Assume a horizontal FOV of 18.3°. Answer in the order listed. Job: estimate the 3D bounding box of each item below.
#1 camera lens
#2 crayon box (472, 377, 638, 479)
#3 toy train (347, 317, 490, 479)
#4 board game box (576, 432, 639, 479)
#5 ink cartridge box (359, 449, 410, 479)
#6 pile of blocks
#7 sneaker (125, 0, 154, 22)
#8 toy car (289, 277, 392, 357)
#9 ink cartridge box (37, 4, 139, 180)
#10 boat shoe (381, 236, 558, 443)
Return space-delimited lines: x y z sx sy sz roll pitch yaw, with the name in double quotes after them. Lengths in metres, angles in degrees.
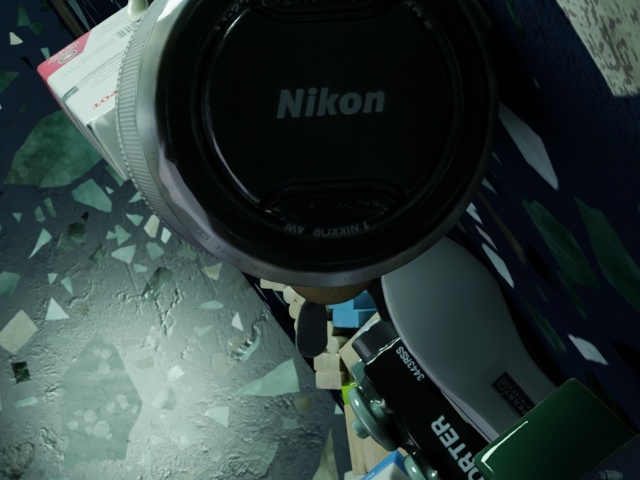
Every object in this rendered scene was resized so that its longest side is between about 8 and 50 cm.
-0.018 -0.086 1.277 0.219 0.219 0.274 56 173 -8 "camera lens"
0.290 0.305 1.371 0.363 0.106 0.313 53 177 -37 "crayon box"
0.152 0.218 2.001 0.334 0.142 0.190 52 -175 10 "toy train"
0.167 0.178 1.155 0.042 0.243 0.165 51 173 26 "board game box"
0.082 0.312 1.965 0.134 0.078 0.231 48 -166 -4 "ink cartridge box"
0.058 0.109 2.326 0.112 0.149 0.362 -4 -122 -46 "pile of blocks"
-0.200 -0.304 2.076 0.064 0.086 0.192 49 171 44 "sneaker"
0.000 0.000 1.719 0.188 0.155 0.149 69 169 -19 "toy car"
-0.231 -0.192 2.479 0.100 0.172 0.237 59 172 -31 "ink cartridge box"
0.142 0.107 1.682 0.267 0.096 0.088 47 169 -3 "boat shoe"
